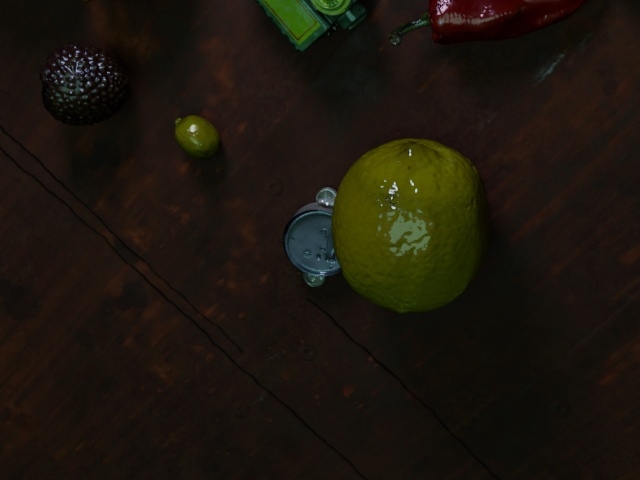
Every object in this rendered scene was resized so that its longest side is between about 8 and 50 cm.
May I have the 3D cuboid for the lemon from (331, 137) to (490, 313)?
[{"bbox_3d":[0.174,-0.028,1.847,0.336,0.336,0.336,5,112,13],"label":"lemon"}]

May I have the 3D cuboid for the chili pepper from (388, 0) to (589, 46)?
[{"bbox_3d":[0.315,-0.422,1.770,0.388,0.110,0.110,-6,109,11],"label":"chili pepper"}]

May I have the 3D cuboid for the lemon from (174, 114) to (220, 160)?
[{"bbox_3d":[-0.259,-0.218,2.009,0.110,0.082,0.082,45,115,-3],"label":"lemon"}]

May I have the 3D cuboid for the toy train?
[{"bbox_3d":[-0.033,-0.493,1.804,0.188,0.159,0.271,-36,99,30],"label":"toy train"}]

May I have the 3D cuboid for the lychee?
[{"bbox_3d":[-0.483,-0.318,1.978,0.188,0.188,0.188,5,112,13],"label":"lychee"}]

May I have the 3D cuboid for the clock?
[{"bbox_3d":[0.000,0.000,2.037,0.156,0.063,0.229,15,115,9],"label":"clock"}]
